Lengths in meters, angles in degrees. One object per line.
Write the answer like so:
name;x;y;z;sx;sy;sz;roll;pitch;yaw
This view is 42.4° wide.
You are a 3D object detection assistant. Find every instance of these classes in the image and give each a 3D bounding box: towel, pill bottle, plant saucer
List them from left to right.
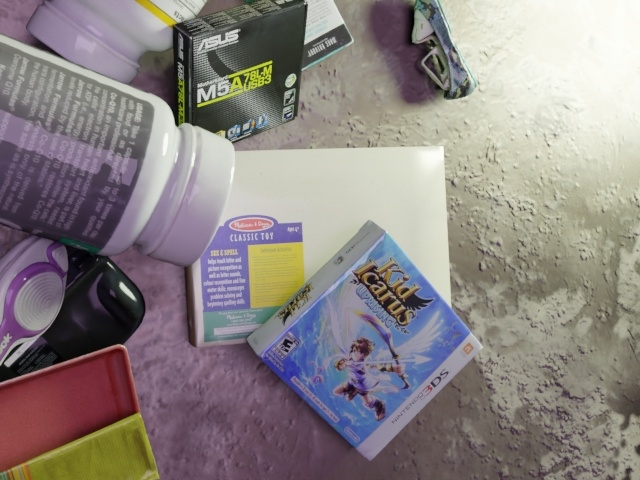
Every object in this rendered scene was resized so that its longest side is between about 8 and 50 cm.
plant saucer;-0.352;0.280;1.044;0.259;0.047;0.259;-17;109;-28
towel;-0.321;0.306;1.028;0.237;0.021;0.102;-21;112;-27
pill bottle;-0.296;-0.101;0.959;0.360;0.204;0.204;20;83;-25
pill bottle;-0.215;-0.362;1.030;0.187;0.188;0.334;34;94;-19

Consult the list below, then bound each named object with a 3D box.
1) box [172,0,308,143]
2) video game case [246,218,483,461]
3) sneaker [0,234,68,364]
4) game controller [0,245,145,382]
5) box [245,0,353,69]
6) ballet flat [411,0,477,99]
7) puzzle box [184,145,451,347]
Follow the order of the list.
box;-0.106;-0.219;1.098;0.190;0.045;0.184;-26;144;-33
video game case;0.071;0.149;1.188;0.244;0.061;0.269;-45;118;-5
sneaker;-0.410;0.095;0.943;0.114;0.152;0.305;82;29;-46
game controller;-0.377;0.147;1.067;0.319;0.067;0.166;-46;120;-15
box;-0.058;-0.367;1.181;0.100;0.060;0.244;-32;102;-18
ballet flat;0.178;-0.304;1.278;0.070;0.070;0.189;-30;98;-19
puzzle box;0.000;0.000;1.213;0.408;0.052;0.272;-3;93;-22
